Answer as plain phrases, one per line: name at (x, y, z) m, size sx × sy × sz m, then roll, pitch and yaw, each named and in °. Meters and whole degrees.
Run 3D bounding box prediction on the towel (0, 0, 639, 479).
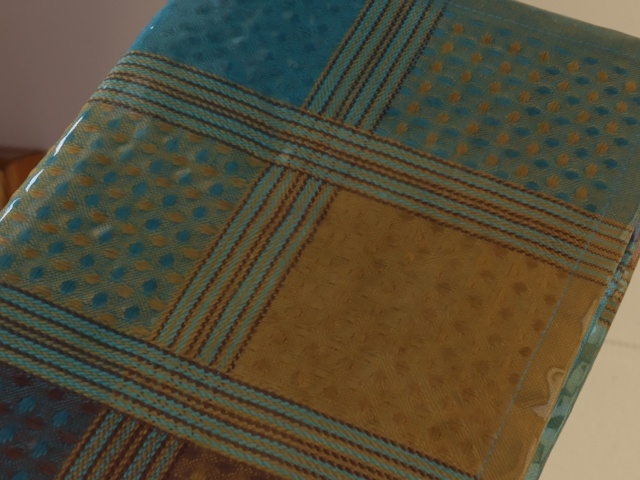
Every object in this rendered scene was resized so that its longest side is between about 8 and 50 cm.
towel at (0.000, 0.000, 0.653) m, size 0.271 × 0.370 × 0.040 m, roll 22°, pitch -36°, yaw 12°
